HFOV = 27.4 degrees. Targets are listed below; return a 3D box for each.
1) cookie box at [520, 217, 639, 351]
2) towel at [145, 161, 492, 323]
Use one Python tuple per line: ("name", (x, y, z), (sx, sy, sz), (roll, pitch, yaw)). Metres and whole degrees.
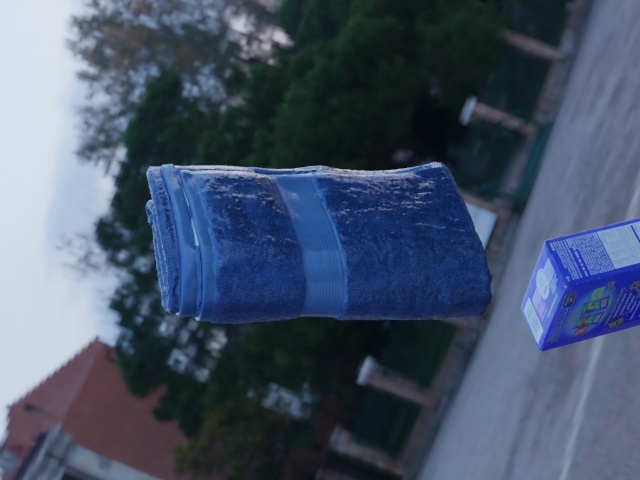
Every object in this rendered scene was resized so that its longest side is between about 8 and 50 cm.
("cookie box", (0.196, 0.026, 0.874), (0.092, 0.107, 0.040), (95, 159, -58))
("towel", (0.000, 0.000, 0.465), (0.067, 0.119, 0.029), (-108, 27, -43))
